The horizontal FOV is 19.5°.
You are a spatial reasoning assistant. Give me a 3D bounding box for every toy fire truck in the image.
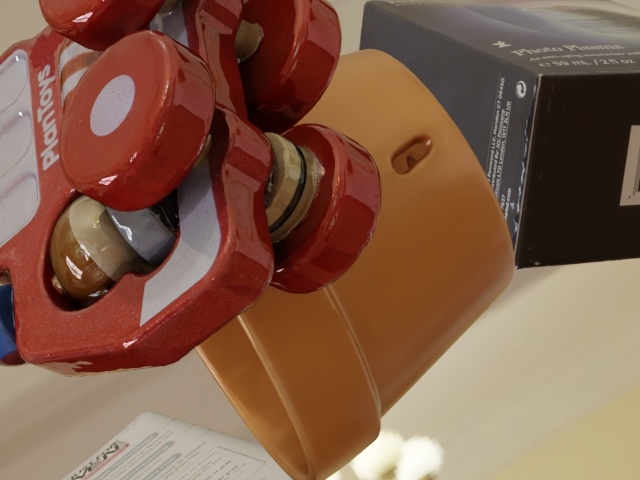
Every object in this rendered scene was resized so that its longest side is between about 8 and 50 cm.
[{"bbox_3d":[-0.119,-0.045,1.122,0.169,0.302,0.254,26,-52,-38],"label":"toy fire truck"}]

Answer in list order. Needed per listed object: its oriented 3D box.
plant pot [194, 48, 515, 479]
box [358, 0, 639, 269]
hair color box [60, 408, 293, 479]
[{"bbox_3d":[0.000,0.000,1.311,0.203,0.291,0.291,-30,-24,-12],"label":"plant pot"},{"bbox_3d":[0.224,-0.112,1.710,0.296,0.294,0.182,-4,-70,-29],"label":"box"},{"bbox_3d":[-0.140,0.290,1.875,0.185,0.113,0.374,-38,21,-23],"label":"hair color box"}]
